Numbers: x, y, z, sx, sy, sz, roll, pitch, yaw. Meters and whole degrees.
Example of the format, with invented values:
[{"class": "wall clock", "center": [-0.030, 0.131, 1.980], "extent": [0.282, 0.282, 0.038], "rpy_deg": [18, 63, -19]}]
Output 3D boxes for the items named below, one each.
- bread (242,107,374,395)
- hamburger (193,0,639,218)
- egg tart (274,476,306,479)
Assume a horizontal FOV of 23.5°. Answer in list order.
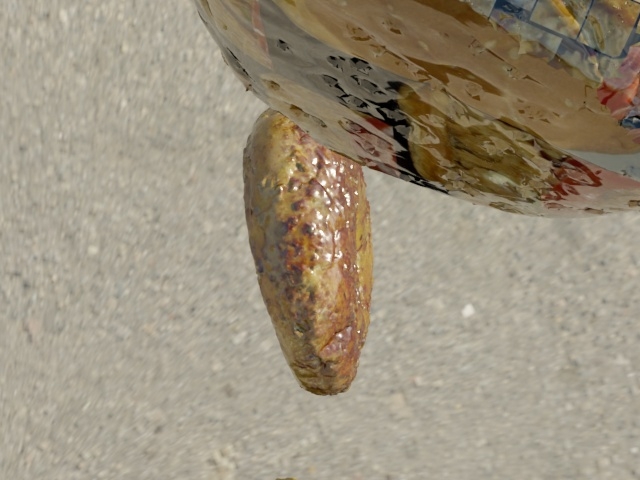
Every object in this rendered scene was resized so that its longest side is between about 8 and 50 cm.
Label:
[{"class": "bread", "center": [0.000, 0.000, 0.945], "extent": [0.064, 0.193, 0.193], "rpy_deg": [-9, 80, 8]}, {"class": "hamburger", "center": [0.056, -0.080, 0.517], "extent": [0.231, 0.231, 0.107], "rpy_deg": [32, 81, -5]}, {"class": "egg tart", "center": [-0.054, 0.287, 1.130], "extent": [0.171, 0.215, 0.215], "rpy_deg": [-6, 80, -30]}]
